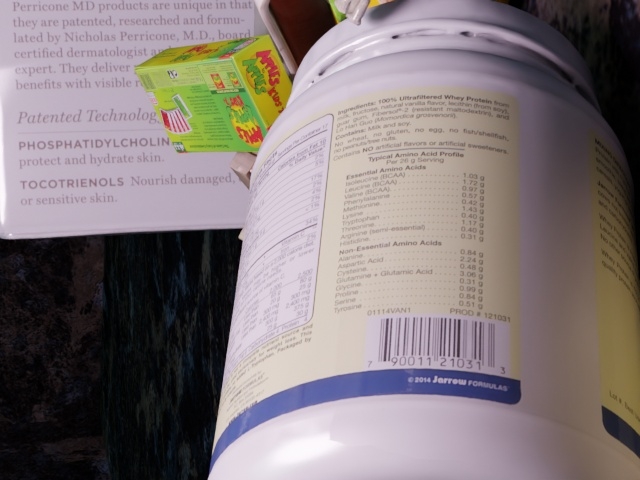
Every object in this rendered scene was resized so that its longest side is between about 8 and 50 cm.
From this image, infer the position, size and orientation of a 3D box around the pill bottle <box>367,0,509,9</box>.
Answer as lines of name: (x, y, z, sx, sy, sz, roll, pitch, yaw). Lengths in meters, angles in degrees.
pill bottle: (0.084, -0.211, 0.970, 0.117, 0.117, 0.215, -115, 26, -52)

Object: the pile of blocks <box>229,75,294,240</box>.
pile of blocks: (0.000, 0.000, 1.374, 0.113, 0.149, 0.362, 28, 145, 20)

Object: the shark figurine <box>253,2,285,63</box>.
shark figurine: (-0.060, -0.257, 1.375, 0.166, 0.116, 0.278, 167, 119, -79)

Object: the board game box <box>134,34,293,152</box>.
board game box: (-0.090, -0.128, 1.213, 0.181, 0.043, 0.092, 5, 127, 56)

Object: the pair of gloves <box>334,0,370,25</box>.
pair of gloves: (0.041, -0.262, 0.834, 0.204, 0.042, 0.240, -58, 25, 27)

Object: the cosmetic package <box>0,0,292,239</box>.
cosmetic package: (-0.213, -0.203, 1.581, 0.329, 0.327, 0.393, 177, 90, -80)

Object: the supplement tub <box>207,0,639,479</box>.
supplement tub: (0.067, 0.041, 0.782, 0.235, 0.235, 0.324, 108, 171, -51)

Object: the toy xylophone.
toy xylophone: (-0.004, -0.188, 1.131, 0.323, 0.081, 0.236, 43, -157, -82)
